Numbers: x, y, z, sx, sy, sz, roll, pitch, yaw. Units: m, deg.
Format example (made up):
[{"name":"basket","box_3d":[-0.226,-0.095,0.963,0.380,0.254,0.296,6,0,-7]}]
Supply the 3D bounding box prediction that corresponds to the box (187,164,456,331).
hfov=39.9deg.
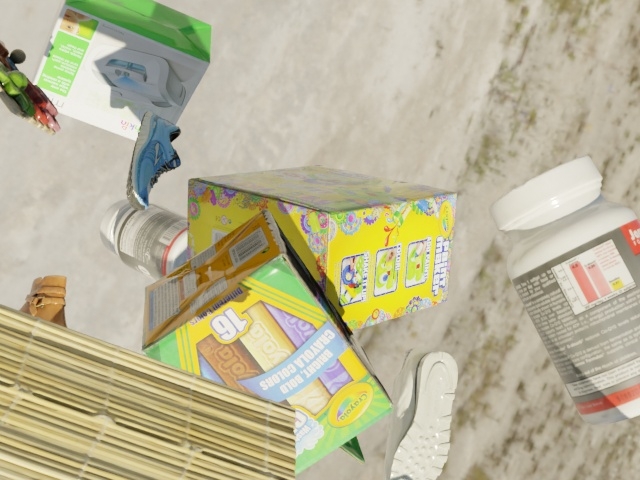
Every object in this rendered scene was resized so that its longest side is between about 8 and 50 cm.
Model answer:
[{"name":"box","box_3d":[0.000,0.000,1.313,0.279,0.290,0.176,-11,110,-44]}]

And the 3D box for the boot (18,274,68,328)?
[{"name":"boot","box_3d":[-0.503,0.139,1.670,0.073,0.197,0.152,50,47,-52]}]

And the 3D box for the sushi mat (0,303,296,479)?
[{"name":"sushi mat","box_3d":[-0.167,0.135,0.653,0.151,0.317,0.019,-82,-162,-53]}]

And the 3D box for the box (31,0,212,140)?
[{"name":"box","box_3d":[-0.360,-0.320,1.584,0.231,0.262,0.126,-51,-150,38]}]

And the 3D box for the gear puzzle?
[{"name":"gear puzzle","box_3d":[-0.398,-0.225,1.090,0.044,0.175,0.339,-37,-176,-5]}]

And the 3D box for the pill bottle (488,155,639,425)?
[{"name":"pill bottle","box_3d":[0.408,0.071,1.320,0.210,0.362,0.210,-25,172,-4]}]

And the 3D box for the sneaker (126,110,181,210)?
[{"name":"sneaker","box_3d":[-0.244,-0.117,1.315,0.063,0.073,0.162,127,-25,-61]}]

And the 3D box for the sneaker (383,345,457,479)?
[{"name":"sneaker","box_3d":[0.141,0.279,1.345,0.090,0.095,0.235,22,80,-28]}]

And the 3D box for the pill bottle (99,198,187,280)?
[{"name":"pill bottle","box_3d":[-0.365,0.007,2.011,0.161,0.283,0.161,-24,123,-41]}]

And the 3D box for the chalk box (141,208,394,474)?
[{"name":"chalk box","box_3d":[-0.047,0.145,1.005,0.179,0.180,0.289,-33,110,1]}]
